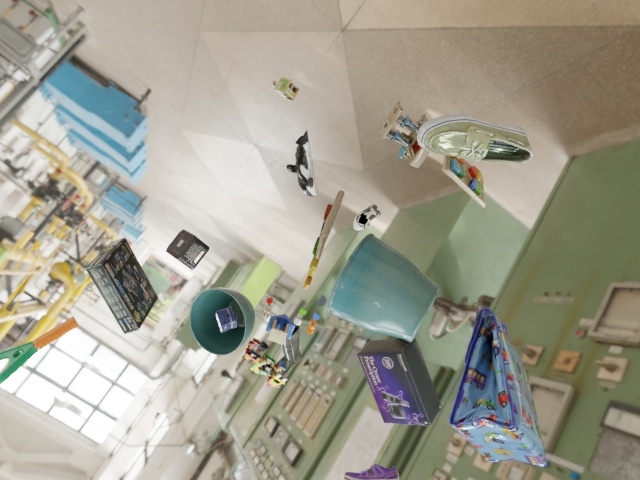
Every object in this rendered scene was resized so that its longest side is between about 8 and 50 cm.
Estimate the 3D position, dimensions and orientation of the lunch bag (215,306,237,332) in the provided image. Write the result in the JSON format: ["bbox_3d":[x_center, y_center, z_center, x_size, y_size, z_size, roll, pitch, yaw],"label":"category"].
[{"bbox_3d":[-0.324,0.273,1.652,0.067,0.065,0.098,65,159,18],"label":"lunch bag"}]

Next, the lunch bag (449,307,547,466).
[{"bbox_3d":[0.403,0.310,1.056,0.138,0.293,0.221,-12,134,35],"label":"lunch bag"}]

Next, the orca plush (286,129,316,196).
[{"bbox_3d":[-0.081,-0.277,1.802,0.102,0.151,0.287,-7,151,2],"label":"orca plush"}]

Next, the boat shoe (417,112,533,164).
[{"bbox_3d":[0.398,-0.252,1.202,0.302,0.094,0.109,0,133,-9],"label":"boat shoe"}]

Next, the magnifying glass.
[{"bbox_3d":[-0.630,0.237,1.009,0.092,0.231,0.026,31,146,49],"label":"magnifying glass"}]

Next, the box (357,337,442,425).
[{"bbox_3d":[0.256,0.456,1.540,0.184,0.103,0.261,-16,99,38],"label":"box"}]

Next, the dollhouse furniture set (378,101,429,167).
[{"bbox_3d":[0.311,-0.379,1.693,0.129,0.184,0.129,18,127,-22],"label":"dollhouse furniture set"}]

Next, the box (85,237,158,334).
[{"bbox_3d":[-0.555,0.125,1.347,0.175,0.051,0.220,-91,-17,-66],"label":"box"}]

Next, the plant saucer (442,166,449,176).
[{"bbox_3d":[0.458,-0.229,1.643,0.083,0.013,0.083,31,-178,-1],"label":"plant saucer"}]

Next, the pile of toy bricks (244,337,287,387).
[{"bbox_3d":[-0.233,0.484,1.848,0.212,0.105,0.118,44,-159,-24],"label":"pile of toy bricks"}]

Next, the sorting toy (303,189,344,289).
[{"bbox_3d":[0.000,0.000,1.599,0.041,0.307,0.229,21,142,1],"label":"sorting toy"}]

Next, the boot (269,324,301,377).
[{"bbox_3d":[-0.154,0.484,2.060,0.076,0.189,0.209,32,143,27],"label":"boot"}]

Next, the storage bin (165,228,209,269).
[{"bbox_3d":[-0.560,0.036,1.995,0.084,0.122,0.180,44,166,-35],"label":"storage bin"}]

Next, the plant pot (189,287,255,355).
[{"bbox_3d":[-0.404,0.341,2.109,0.290,0.290,0.195,28,-165,19],"label":"plant pot"}]

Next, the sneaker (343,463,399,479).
[{"bbox_3d":[0.153,0.717,1.444,0.169,0.071,0.068,-1,132,3],"label":"sneaker"}]

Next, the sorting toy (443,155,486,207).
[{"bbox_3d":[0.481,-0.224,1.569,0.193,0.208,0.038,38,125,-16],"label":"sorting toy"}]

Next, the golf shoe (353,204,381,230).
[{"bbox_3d":[0.184,-0.094,2.134,0.077,0.093,0.198,54,145,9],"label":"golf shoe"}]

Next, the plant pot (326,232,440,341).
[{"bbox_3d":[0.195,0.157,1.382,0.255,0.272,0.272,29,164,16],"label":"plant pot"}]

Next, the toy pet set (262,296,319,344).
[{"bbox_3d":[-0.073,0.176,1.077,0.122,0.114,0.065,20,-155,-3],"label":"toy pet set"}]

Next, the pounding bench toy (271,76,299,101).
[{"bbox_3d":[-0.126,-0.535,1.674,0.083,0.052,0.065,30,180,35],"label":"pounding bench toy"}]
